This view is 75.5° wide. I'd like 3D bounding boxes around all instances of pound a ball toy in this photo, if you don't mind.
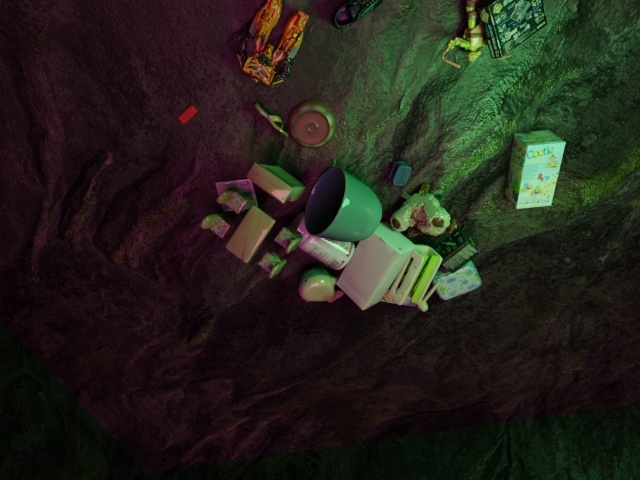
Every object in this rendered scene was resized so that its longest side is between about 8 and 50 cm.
[{"bbox_3d":[0.452,0.178,1.942,0.208,0.135,0.318,2,121,-31],"label":"pound a ball toy"}]

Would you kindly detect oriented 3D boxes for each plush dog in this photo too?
[{"bbox_3d":[0.467,-0.104,1.808,0.263,0.210,0.225,-3,145,36],"label":"plush dog"}]

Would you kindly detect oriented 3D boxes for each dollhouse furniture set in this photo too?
[{"bbox_3d":[-0.248,-0.093,1.644,0.362,0.256,0.394,36,103,6],"label":"dollhouse furniture set"}]

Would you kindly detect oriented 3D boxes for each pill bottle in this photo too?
[{"bbox_3d":[0.000,0.000,1.860,0.283,0.160,0.160,33,118,-20],"label":"pill bottle"}]

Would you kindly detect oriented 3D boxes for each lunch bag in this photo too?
[{"bbox_3d":[0.663,0.191,2.036,0.219,0.090,0.176,-26,119,17],"label":"lunch bag"},{"bbox_3d":[0.328,-0.280,1.730,0.067,0.065,0.098,4,124,-22],"label":"lunch bag"}]

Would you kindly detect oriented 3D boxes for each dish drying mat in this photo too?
[{"bbox_3d":[-0.517,-0.492,1.614,0.083,0.008,0.032,-33,118,21],"label":"dish drying mat"}]

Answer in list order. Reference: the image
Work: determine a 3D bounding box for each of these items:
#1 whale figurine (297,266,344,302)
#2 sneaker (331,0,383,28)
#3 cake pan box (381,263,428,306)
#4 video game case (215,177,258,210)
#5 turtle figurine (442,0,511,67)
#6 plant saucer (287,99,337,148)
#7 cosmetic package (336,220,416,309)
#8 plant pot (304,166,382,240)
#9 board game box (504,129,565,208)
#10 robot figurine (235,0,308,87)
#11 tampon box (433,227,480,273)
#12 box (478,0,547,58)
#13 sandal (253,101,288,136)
[{"bbox_3d":[0.001,0.223,2.049,0.216,0.141,0.272,-36,141,21],"label":"whale figurine"},{"bbox_3d":[0.139,-0.782,1.371,0.232,0.090,0.081,-31,119,19],"label":"sneaker"},{"bbox_3d":[0.379,0.202,2.056,0.267,0.070,0.245,11,121,-7],"label":"cake pan box"},{"bbox_3d":[-0.364,-0.200,1.808,0.158,0.019,0.143,-6,124,3],"label":"video game case"},{"bbox_3d":[0.545,-0.716,1.423,0.270,0.087,0.217,-6,120,-10],"label":"turtle figurine"},{"bbox_3d":[-0.032,-0.450,1.630,0.199,0.036,0.198,0,125,0],"label":"plant saucer"},{"bbox_3d":[0.246,0.117,1.889,0.155,0.197,0.365,-16,143,-47],"label":"cosmetic package"},{"bbox_3d":[0.109,-0.124,1.714,0.235,0.292,0.293,20,123,-29],"label":"plant pot"},{"bbox_3d":[0.861,-0.288,1.680,0.145,0.142,0.275,-5,124,3],"label":"board game box"},{"bbox_3d":[-0.173,-0.681,1.441,0.211,0.085,0.291,25,120,-15],"label":"robot figurine"},{"bbox_3d":[0.630,0.049,1.920,0.102,0.120,0.161,37,117,-22],"label":"tampon box"},{"bbox_3d":[0.642,-0.741,1.372,0.220,0.051,0.175,-37,120,-8],"label":"box"},{"bbox_3d":[-0.184,-0.471,1.603,0.049,0.072,0.180,-45,111,2],"label":"sandal"}]
